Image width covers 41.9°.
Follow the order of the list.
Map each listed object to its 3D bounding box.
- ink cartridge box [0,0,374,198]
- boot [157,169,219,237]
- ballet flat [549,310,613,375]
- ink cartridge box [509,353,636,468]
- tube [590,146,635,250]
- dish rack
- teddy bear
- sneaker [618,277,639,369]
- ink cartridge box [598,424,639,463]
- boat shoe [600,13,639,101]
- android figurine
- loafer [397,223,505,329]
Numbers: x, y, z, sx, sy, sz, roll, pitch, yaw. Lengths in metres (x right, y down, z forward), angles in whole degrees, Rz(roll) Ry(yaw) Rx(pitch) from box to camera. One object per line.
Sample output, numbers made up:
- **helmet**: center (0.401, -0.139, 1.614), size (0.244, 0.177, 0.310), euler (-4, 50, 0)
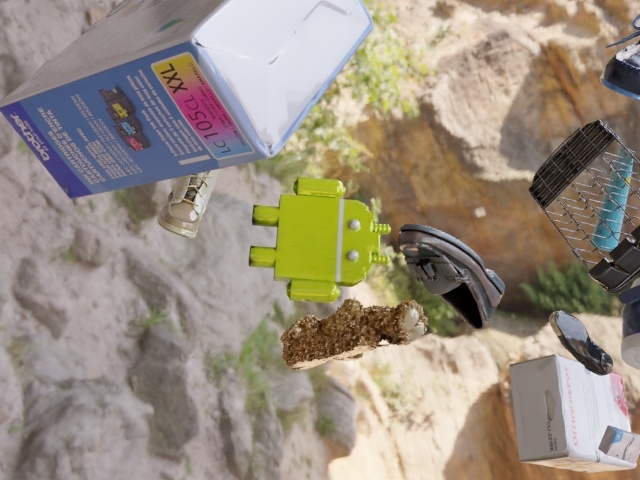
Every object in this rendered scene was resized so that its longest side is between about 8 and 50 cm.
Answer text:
- **ink cartridge box**: center (-0.175, -0.195, 0.962), size (0.151, 0.395, 0.270), euler (60, 45, -29)
- **boot**: center (-0.229, -0.104, 1.531), size (0.077, 0.165, 0.213), euler (25, 17, -11)
- **ballet flat**: center (0.413, 0.171, 1.348), size (0.173, 0.049, 0.058), euler (42, 57, -30)
- **ink cartridge box**: center (0.506, 0.353, 1.676), size (0.272, 0.114, 0.197), euler (21, 59, -41)
- **tube**: center (0.590, -0.083, 1.674), size (0.080, 0.052, 0.207), euler (-102, -160, -73)
- **dish rack**: center (0.498, -0.071, 1.472), size (0.074, 0.208, 0.272), euler (19, 32, -42)
- **teddy bear**: center (0.076, 0.198, 1.879), size (0.245, 0.337, 0.113), euler (27, 48, -58)
- **sneaker**: center (0.721, 0.119, 1.556), size (0.130, 0.322, 0.236), euler (48, 49, -29)
- **ink cartridge box**: center (0.540, 0.364, 1.480), size (0.048, 0.083, 0.028), euler (-69, -161, 4)
- **boat shoe**: center (0.400, -0.222, 0.965), size (0.258, 0.109, 0.089), euler (-30, 146, -48)
- **android figurine**: center (0.000, 0.000, 1.610), size (0.056, 0.272, 0.248), euler (105, -9, -73)
- **loafer**: center (0.205, 0.061, 1.295), size (0.267, 0.096, 0.084), euler (33, 68, -43)
